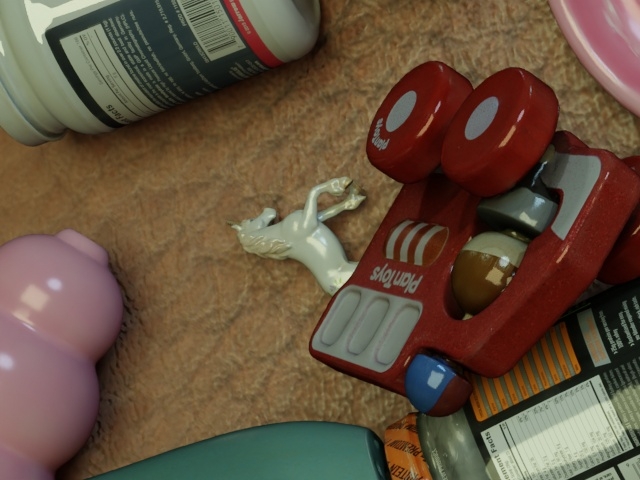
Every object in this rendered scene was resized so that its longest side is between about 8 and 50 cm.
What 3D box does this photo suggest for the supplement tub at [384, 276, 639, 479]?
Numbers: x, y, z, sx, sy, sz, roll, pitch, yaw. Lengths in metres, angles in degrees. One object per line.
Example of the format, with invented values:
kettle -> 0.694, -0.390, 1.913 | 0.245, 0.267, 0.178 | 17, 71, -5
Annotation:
supplement tub -> 0.221, 0.144, 1.498 | 0.316, 0.193, 0.193 | -27, 77, 13

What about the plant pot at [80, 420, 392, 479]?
plant pot -> -0.029, 0.274, 1.517 | 0.235, 0.293, 0.293 | -26, 77, 7

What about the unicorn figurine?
unicorn figurine -> 0.000, 0.000, 1.652 | 0.111, 0.060, 0.162 | -41, 71, 4

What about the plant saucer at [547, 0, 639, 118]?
plant saucer -> 0.323, -0.240, 1.510 | 0.332, 0.084, 0.332 | 16, 116, 36

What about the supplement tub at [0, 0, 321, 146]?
supplement tub -> -0.154, -0.203, 1.654 | 0.272, 0.191, 0.191 | -19, 78, 14

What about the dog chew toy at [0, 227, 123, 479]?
dog chew toy -> -0.285, 0.140, 1.655 | 0.207, 0.206, 0.331 | 29, 85, 18

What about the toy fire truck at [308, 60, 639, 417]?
toy fire truck -> 0.118, 0.013, 1.490 | 0.169, 0.302, 0.254 | 32, 83, -24
